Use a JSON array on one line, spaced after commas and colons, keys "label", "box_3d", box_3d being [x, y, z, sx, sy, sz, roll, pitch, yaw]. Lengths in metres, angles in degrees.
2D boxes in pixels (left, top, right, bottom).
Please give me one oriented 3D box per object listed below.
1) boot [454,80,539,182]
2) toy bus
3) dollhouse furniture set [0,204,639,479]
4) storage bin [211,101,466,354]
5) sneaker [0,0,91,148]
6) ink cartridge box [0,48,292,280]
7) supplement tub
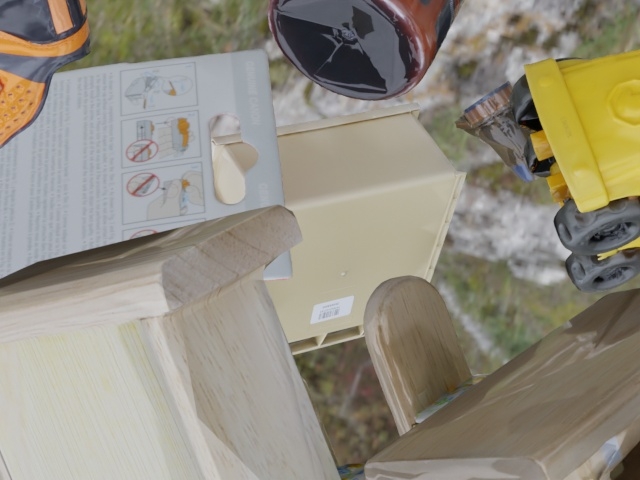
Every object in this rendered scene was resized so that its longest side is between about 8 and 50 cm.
[{"label": "boot", "box_3d": [0.210, -0.113, 1.681, 0.082, 0.219, 0.106, -33, 89, 8]}, {"label": "toy bus", "box_3d": [0.277, -0.074, 1.226, 0.211, 0.149, 0.220, -20, 154, 5]}, {"label": "dollhouse furniture set", "box_3d": [0.063, 0.069, 0.704, 0.362, 0.394, 0.257, -11, 103, 48]}, {"label": "storage bin", "box_3d": [0.000, 0.000, 1.704, 0.262, 0.123, 0.260, -13, 138, -28]}, {"label": "sneaker", "box_3d": [-0.300, -0.121, 0.963, 0.321, 0.125, 0.180, -3, 140, 15]}, {"label": "ink cartridge box", "box_3d": [-0.222, -0.024, 1.344, 0.384, 0.308, 0.091, -8, 136, 0]}, {"label": "supplement tub", "box_3d": [0.051, -0.186, 0.927, 0.106, 0.198, 0.106, 19, 146, 14]}]
